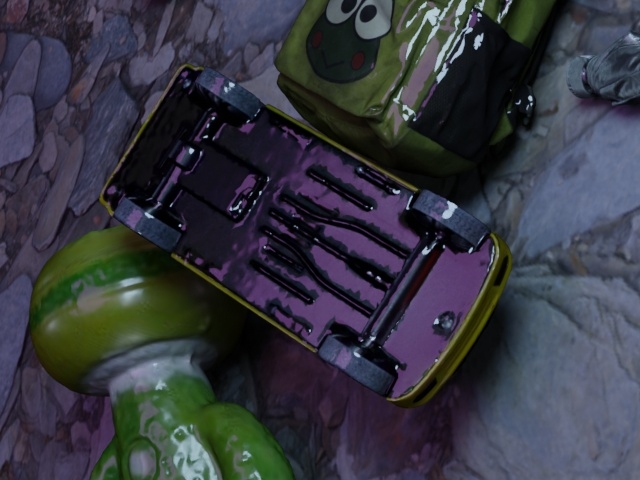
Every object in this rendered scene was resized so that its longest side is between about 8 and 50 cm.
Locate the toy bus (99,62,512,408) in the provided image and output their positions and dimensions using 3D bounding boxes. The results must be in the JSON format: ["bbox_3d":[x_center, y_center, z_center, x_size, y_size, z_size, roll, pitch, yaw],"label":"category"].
[{"bbox_3d":[0.000,0.000,1.302,0.331,0.151,0.145,32,88,33],"label":"toy bus"}]

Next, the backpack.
[{"bbox_3d":[0.091,-0.175,1.316,0.207,0.140,0.253,32,94,51],"label":"backpack"}]

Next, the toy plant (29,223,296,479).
[{"bbox_3d":[-0.132,0.158,1.454,0.224,0.184,0.316,-30,63,31],"label":"toy plant"}]

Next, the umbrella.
[{"bbox_3d":[0.238,-0.112,1.176,0.188,0.046,0.050,11,81,58],"label":"umbrella"}]
